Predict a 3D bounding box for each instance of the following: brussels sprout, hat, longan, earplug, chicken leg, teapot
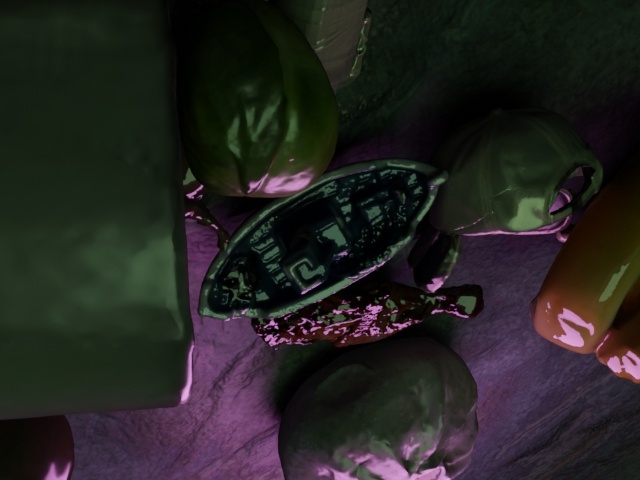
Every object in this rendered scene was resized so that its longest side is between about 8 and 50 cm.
[{"bbox_3d":[-0.056,-0.102,0.634,0.131,0.145,0.183,-24,144,-19],"label":"brussels sprout"},{"bbox_3d":[0.200,-0.053,0.926,0.232,0.161,0.275,-18,163,-25],"label":"hat"},{"bbox_3d":[-0.385,0.265,0.873,0.220,0.196,0.196,-31,140,-9],"label":"longan"},{"bbox_3d":[-0.292,-0.028,0.532,0.394,0.312,0.312,-3,134,-10],"label":"earplug"},{"bbox_3d":[0.059,0.085,0.991,0.323,0.082,0.177,6,160,-41],"label":"chicken leg"},{"bbox_3d":[0.009,-0.214,0.703,0.107,0.077,0.200,-24,143,-37],"label":"teapot"}]

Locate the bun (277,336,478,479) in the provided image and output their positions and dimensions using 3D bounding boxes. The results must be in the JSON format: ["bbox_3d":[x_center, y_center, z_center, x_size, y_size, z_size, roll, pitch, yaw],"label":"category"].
[{"bbox_3d":[0.098,0.305,1.186,0.355,0.194,0.354,-18,138,-16],"label":"bun"}]

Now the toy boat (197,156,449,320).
[{"bbox_3d":[0.000,0.000,0.839,0.309,0.142,0.129,-30,110,2],"label":"toy boat"}]

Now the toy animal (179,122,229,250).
[{"bbox_3d":[-0.165,-0.051,0.764,0.214,0.093,0.186,-51,140,13],"label":"toy animal"}]

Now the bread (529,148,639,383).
[{"bbox_3d":[0.466,0.012,1.023,0.424,0.245,0.329,-36,166,-26],"label":"bread"}]
